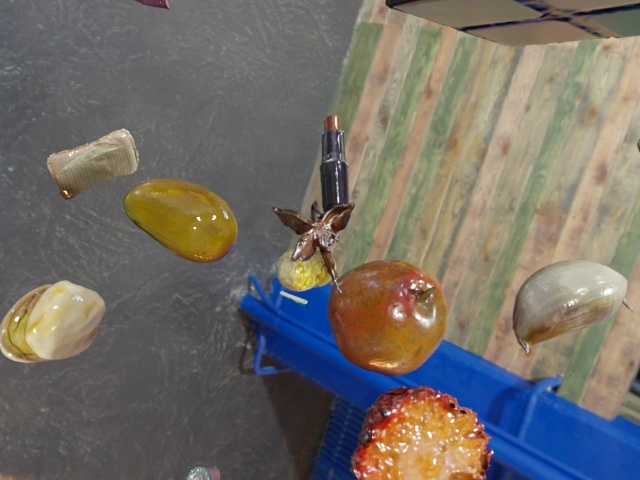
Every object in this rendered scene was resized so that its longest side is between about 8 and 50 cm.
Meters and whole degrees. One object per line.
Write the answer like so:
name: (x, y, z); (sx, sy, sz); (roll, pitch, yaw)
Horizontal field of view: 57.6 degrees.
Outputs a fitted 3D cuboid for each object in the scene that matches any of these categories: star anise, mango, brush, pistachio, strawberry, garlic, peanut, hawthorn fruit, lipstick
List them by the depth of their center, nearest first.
garlic: (0.382, 0.089, 0.862); (0.198, 0.090, 0.128); (-19, 128, -8)
strawberry: (0.136, 0.337, 0.953); (0.234, 0.178, 0.233); (0, 91, -15)
star anise: (-0.003, 0.008, 1.102); (0.158, 0.140, 0.144); (-9, 141, -4)
peanut: (-0.029, 0.056, 1.160); (0.207, 0.087, 0.087); (-1, 110, -71)
mango: (-0.301, -0.055, 1.297); (0.139, 0.254, 0.175); (-56, 179, 35)
hawthorn fruit: (0.172, 0.163, 1.321); (0.277, 0.277, 0.298); (-30, 174, -41)
lipstick: (0.036, -0.210, 1.596); (0.081, 0.081, 0.299); (33, 48, -55)
brush: (-0.076, 0.161, 1.617); (0.016, 0.084, 0.013); (-42, 147, -54)
pistachio: (-0.755, 0.234, 1.672); (0.309, 0.230, 0.229); (-43, 145, -65)

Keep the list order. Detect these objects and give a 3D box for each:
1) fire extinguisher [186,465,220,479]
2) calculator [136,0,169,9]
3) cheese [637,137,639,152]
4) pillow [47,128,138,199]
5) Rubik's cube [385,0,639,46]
fire extinguisher: (-0.117, 0.243, 0.590); (0.083, 0.022, 0.028); (90, 19, -69)
calculator: (-0.397, -0.562, 1.233); (0.034, 0.190, 0.126); (-43, 142, -25)
cheese: (0.684, -0.169, 0.925); (0.265, 0.242, 0.124); (-45, -179, -17)
pillow: (-0.553, -0.190, 1.432); (0.211, 0.034, 0.135); (-29, 137, -24)
Rubik's cube: (0.156, -0.225, 0.349); (0.167, 0.180, 0.183); (-6, 101, -43)
